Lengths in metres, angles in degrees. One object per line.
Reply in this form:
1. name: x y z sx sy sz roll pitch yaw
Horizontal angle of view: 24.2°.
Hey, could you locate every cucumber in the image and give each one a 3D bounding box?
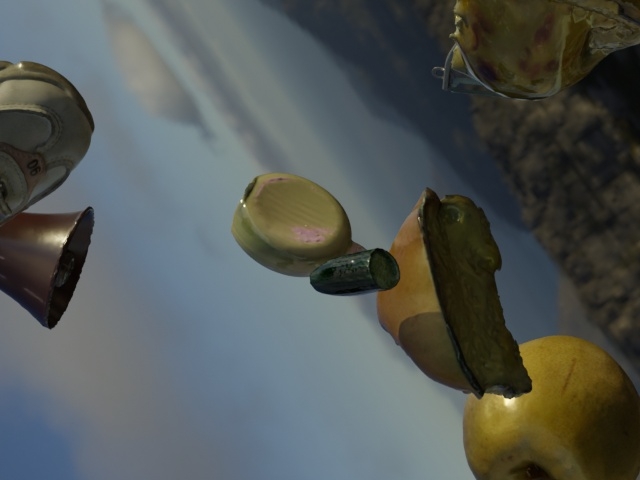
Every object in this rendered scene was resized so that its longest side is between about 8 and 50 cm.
1. cucumber: 0.032 0.040 1.645 0.048 0.105 0.048 20 -116 -49

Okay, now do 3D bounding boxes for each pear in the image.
1. pear: 0.371 0.305 2.376 0.314 0.314 0.314 55 -179 -1

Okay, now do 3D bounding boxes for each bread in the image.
1. bread: 0.137 0.075 1.743 0.174 0.133 0.252 5 -113 -50

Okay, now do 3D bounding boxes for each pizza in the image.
1. pizza: 0.205 -0.173 1.309 0.204 0.081 0.188 15 154 4

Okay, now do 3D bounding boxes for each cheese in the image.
1. cheese: 0.000 0.000 1.865 0.227 0.137 0.064 27 142 3

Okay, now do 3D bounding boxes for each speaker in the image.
1. speaker: -0.525 0.032 2.272 0.198 0.329 0.259 -70 -8 -52

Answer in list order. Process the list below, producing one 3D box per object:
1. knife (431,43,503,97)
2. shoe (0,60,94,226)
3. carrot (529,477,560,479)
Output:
1. knife: 0.187 -0.294 1.756 0.053 0.123 0.278 -71 -19 -48
2. shoe: -0.405 -0.047 1.633 0.198 0.351 0.172 -112 -4 -49
3. carrot: 0.189 0.308 1.598 0.102 0.263 0.102 37 136 47
